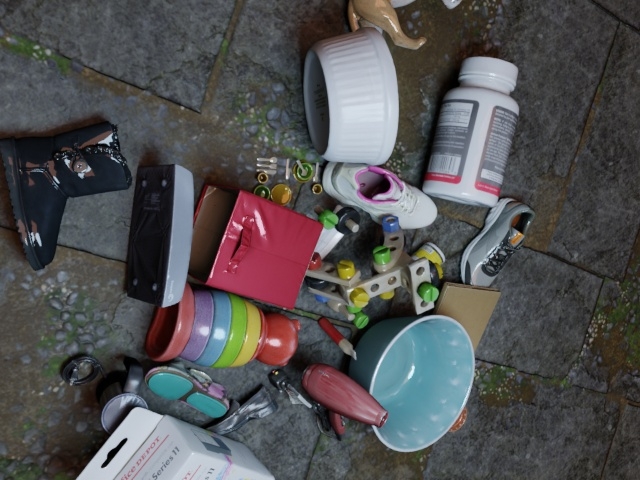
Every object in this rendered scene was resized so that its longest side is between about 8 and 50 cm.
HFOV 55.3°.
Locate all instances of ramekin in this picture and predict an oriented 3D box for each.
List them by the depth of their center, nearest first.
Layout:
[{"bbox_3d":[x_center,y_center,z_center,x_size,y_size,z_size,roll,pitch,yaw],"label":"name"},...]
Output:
[{"bbox_3d":[0.050,-0.279,1.221,0.127,0.273,0.273,-9,101,-12],"label":"ramekin"}]

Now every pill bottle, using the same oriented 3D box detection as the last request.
[{"bbox_3d":[0.353,-0.247,1.406,0.176,0.176,0.319,12,92,-26],"label":"pill bottle"},{"bbox_3d":[0.235,0.063,1.456,0.116,0.065,0.065,-40,111,-14],"label":"pill bottle"}]

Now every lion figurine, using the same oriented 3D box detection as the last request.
[{"bbox_3d":[0.175,-0.551,1.305,0.392,0.142,0.240,-46,106,-8],"label":"lion figurine"}]

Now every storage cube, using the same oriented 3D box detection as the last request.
[{"bbox_3d":[-0.140,0.010,1.197,0.193,0.215,0.184,21,88,-32],"label":"storage cube"}]

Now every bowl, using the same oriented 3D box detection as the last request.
[{"bbox_3d":[0.185,0.301,1.397,0.311,0.163,0.312,-8,104,-34],"label":"bowl"}]

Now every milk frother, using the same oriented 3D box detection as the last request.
[{"bbox_3d":[-0.407,0.288,1.150,0.143,0.134,0.129,-1,97,-25],"label":"milk frother"}]

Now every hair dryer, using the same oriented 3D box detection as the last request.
[{"bbox_3d":[0.037,0.343,1.291,0.223,0.293,0.080,47,62,-19],"label":"hair dryer"}]

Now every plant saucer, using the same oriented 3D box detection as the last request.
[{"bbox_3d":[0.343,0.455,1.588,0.083,0.013,0.084,-3,98,-25],"label":"plant saucer"}]

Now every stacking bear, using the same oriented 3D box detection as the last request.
[{"bbox_3d":[-0.179,0.184,1.237,0.289,0.164,0.176,16,90,-30],"label":"stacking bear"}]

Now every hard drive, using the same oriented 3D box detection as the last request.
[{"bbox_3d":[-0.300,-0.011,1.142,0.054,0.172,0.255,5,90,-41],"label":"hard drive"}]

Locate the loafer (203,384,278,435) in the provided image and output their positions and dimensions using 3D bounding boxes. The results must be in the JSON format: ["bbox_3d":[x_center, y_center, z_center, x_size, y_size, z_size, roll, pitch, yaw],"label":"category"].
[{"bbox_3d":[-0.178,0.372,1.318,0.170,0.062,0.061,-21,83,-22],"label":"loafer"}]

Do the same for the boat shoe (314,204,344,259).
[{"bbox_3d":[0.000,0.000,1.343,0.063,0.066,0.184,40,90,3],"label":"boat shoe"}]

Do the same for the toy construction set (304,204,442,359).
[{"bbox_3d":[0.110,0.110,1.265,0.257,0.237,0.309,-2,118,-34],"label":"toy construction set"}]

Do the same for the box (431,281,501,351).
[{"bbox_3d":[0.344,0.203,1.515,0.164,0.021,0.201,8,111,-25],"label":"box"}]

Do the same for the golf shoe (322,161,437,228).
[{"bbox_3d":[0.153,-0.093,1.356,0.306,0.140,0.115,19,88,-28],"label":"golf shoe"}]

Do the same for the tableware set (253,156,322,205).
[{"bbox_3d":[-0.069,-0.124,1.312,0.154,0.024,0.104,2,97,-26],"label":"tableware set"}]

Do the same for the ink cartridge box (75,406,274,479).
[{"bbox_3d":[-0.271,0.469,1.166,0.207,0.119,0.353,-51,139,-5],"label":"ink cartridge box"}]

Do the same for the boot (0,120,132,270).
[{"bbox_3d":[-0.444,-0.083,1.103,0.207,0.094,0.247,-11,96,-19],"label":"boot"}]

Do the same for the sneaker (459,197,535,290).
[{"bbox_3d":[0.440,0.017,1.521,0.100,0.108,0.272,30,86,-28],"label":"sneaker"}]

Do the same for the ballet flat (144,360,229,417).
[{"bbox_3d":[-0.270,0.289,1.236,0.077,0.079,0.221,-36,132,15],"label":"ballet flat"}]
